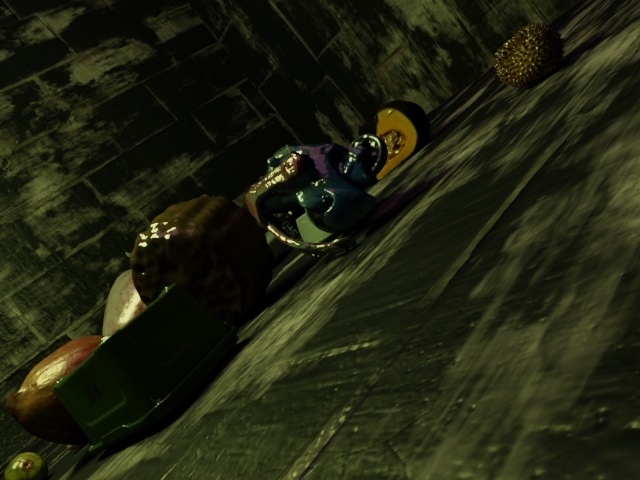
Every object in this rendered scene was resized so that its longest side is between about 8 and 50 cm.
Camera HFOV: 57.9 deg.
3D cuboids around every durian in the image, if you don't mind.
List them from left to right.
[{"bbox_3d":[0.476,-0.419,1.313,0.158,0.136,0.168,-20,-19,-32],"label":"durian"}]

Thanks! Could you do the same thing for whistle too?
[{"bbox_3d":[0.014,-0.075,1.410,0.290,0.163,0.163,-37,6,37],"label":"whistle"}]

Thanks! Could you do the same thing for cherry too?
[{"bbox_3d":[-0.552,0.241,1.839,0.326,0.291,0.334,-7,51,56],"label":"cherry"}]

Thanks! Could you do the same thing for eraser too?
[{"bbox_3d":[-0.209,0.056,2.030,0.189,0.104,0.290,-41,4,16],"label":"eraser"}]

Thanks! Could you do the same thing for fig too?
[{"bbox_3d":[-0.704,0.555,1.375,0.093,0.093,0.166,-44,4,-40],"label":"fig"},{"bbox_3d":[-0.523,0.330,1.260,0.224,0.224,0.263,-35,5,35],"label":"fig"}]

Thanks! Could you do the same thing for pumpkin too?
[{"bbox_3d":[0.227,-0.344,1.939,0.281,0.190,0.139,-36,7,31],"label":"pumpkin"}]

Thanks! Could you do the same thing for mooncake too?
[{"bbox_3d":[-0.280,0.067,1.345,0.324,0.324,0.187,-36,12,28],"label":"mooncake"}]

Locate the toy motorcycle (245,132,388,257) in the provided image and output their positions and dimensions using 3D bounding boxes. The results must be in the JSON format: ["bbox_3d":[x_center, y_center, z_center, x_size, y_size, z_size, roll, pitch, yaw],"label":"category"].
[{"bbox_3d":[0.005,-0.093,1.229,0.319,0.240,0.182,-1,13,40],"label":"toy motorcycle"}]

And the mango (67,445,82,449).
[{"bbox_3d":[-0.586,0.478,1.415,0.089,0.046,0.060,-43,6,0],"label":"mango"}]

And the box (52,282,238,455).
[{"bbox_3d":[-0.337,0.234,1.092,0.329,0.177,0.253,-34,6,39],"label":"box"}]

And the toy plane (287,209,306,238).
[{"bbox_3d":[-0.091,-0.090,2.198,0.106,0.155,0.381,-40,-11,-2],"label":"toy plane"}]
